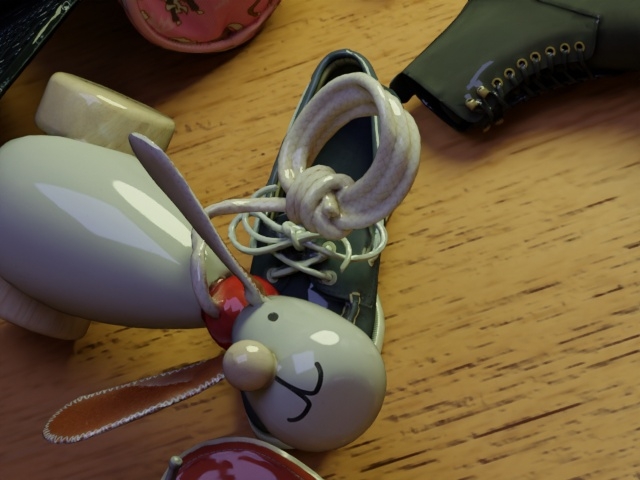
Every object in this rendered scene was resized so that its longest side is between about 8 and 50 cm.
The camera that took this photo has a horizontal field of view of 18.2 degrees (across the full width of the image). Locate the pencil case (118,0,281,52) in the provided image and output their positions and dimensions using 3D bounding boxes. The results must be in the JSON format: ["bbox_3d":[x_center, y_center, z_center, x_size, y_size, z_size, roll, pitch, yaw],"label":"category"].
[{"bbox_3d":[-0.160,-0.283,1.395,0.386,0.167,0.160,45,116,37],"label":"pencil case"}]

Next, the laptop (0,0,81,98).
[{"bbox_3d":[-0.254,-0.170,1.307,0.234,0.136,0.264,-17,34,58],"label":"laptop"}]

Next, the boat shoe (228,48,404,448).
[{"bbox_3d":[0.000,0.000,1.184,0.095,0.079,0.255,5,57,22],"label":"boat shoe"}]

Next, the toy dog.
[{"bbox_3d":[-0.116,0.005,1.112,0.333,0.161,0.220,1,82,47],"label":"toy dog"}]

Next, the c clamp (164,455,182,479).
[{"bbox_3d":[-0.075,0.215,1.022,0.022,0.137,0.161,-4,53,-19],"label":"c clamp"}]

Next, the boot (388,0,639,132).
[{"bbox_3d":[0.147,-0.102,1.219,0.137,0.077,0.198,-46,39,-10],"label":"boot"}]

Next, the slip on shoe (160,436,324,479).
[{"bbox_3d":[-0.003,0.218,1.007,0.123,0.101,0.331,-29,48,0],"label":"slip on shoe"}]
